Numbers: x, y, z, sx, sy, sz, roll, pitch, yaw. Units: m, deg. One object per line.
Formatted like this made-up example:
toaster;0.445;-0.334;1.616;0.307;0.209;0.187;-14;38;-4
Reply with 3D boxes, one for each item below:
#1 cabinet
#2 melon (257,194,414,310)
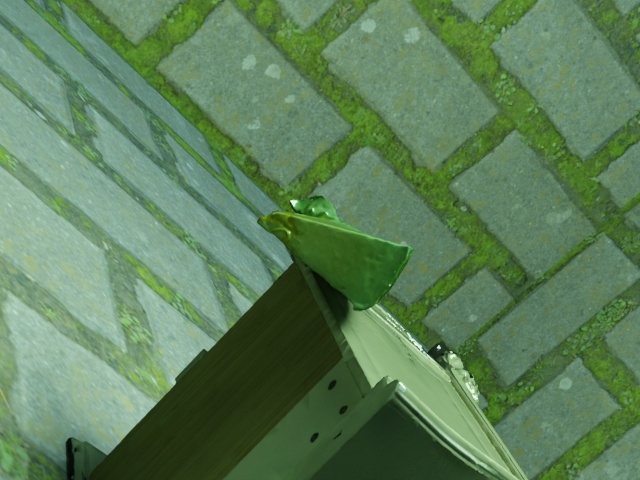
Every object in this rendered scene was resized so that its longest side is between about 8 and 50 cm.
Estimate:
cabinet;-0.011;0.195;0.874;0.227;0.290;0.318;40;7;-24
melon;0.000;-0.001;0.880;0.114;0.053;0.262;19;5;-9
